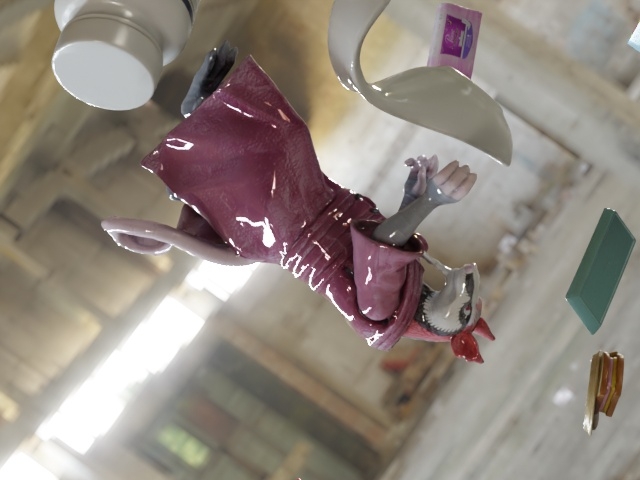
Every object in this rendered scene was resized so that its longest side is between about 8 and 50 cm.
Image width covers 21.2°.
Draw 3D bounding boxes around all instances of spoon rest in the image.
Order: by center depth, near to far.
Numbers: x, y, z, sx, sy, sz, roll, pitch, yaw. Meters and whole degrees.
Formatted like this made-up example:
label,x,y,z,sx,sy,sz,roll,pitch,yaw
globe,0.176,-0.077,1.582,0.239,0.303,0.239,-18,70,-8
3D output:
label,x,y,z,sx,sy,sz,roll,pitch,yaw
spoon rest,0.088,-0.140,1.581,0.084,0.137,0.276,-51,-41,1

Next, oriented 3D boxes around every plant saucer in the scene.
label,x,y,z,sx,sy,sz,roll,pitch,yaw
plant saucer,0.364,0.036,2.195,0.018,0.067,0.192,-21,25,38

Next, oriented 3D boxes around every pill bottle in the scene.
label,x,y,z,sx,sy,sz,roll,pitch,yaw
pill bottle,-0.152,-0.202,1.380,0.112,0.112,0.186,120,166,-55

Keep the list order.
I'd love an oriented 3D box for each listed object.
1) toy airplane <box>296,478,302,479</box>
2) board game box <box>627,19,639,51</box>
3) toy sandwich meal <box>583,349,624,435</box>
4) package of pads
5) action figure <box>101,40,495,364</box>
label,x,y,z,sx,sy,sz,roll,pitch,yaw
toy airplane,0.004,0.304,1.772,0.028,0.151,0.151,-53,-2,33
board game box,0.523,-0.335,2.144,0.142,0.144,0.275,-49,-11,-35
toy sandwich meal,0.254,0.135,1.526,0.085,0.029,0.085,7,-90,-80
package of pads,0.150,-0.223,1.929,0.032,0.050,0.083,-3,76,65
action figure,0.000,0.000,1.564,0.276,0.370,0.248,-47,-11,0
